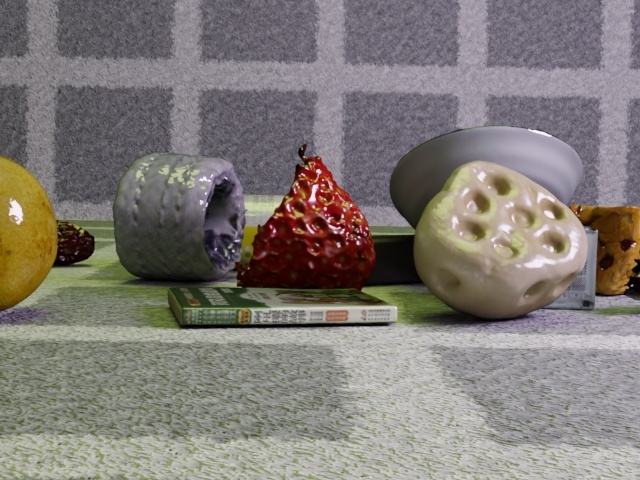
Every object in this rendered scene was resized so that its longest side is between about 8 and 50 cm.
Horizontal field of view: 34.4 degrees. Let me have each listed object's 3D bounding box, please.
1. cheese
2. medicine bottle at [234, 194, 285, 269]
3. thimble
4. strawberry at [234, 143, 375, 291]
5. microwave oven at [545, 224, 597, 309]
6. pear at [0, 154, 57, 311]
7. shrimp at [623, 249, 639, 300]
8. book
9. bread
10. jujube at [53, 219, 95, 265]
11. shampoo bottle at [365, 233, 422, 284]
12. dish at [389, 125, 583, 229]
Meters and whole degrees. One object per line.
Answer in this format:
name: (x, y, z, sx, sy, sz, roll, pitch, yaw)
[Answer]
cheese: (0.229, 0.000, 1.355, 0.235, 0.217, 0.117, 6, -40, -17)
medicine bottle: (-0.181, -0.017, 1.921, 0.258, 0.143, 0.143, 2, 4, -2)
thimble: (-0.226, -0.034, 1.721, 0.157, 0.217, 0.245, 6, -11, 14)
strawberry: (0.000, 0.000, 1.521, 0.178, 0.233, 0.234, 28, 6, 4)
microwave oven: (0.286, 0.030, 1.511, 0.208, 0.122, 0.162, 1, 3, 2)
pear: (-0.425, -0.002, 1.271, 0.209, 0.208, 0.209, 1, 4, 0)
shrimp: (0.551, 0.075, 1.429, 0.289, 0.075, 0.178, 15, -3, -39)
book: (-0.056, 0.083, 1.322, 0.264, 0.027, 0.202, 1, 5, -13)
bread: (0.476, 0.013, 1.681, 0.158, 0.148, 0.143, -2, 9, -45)
jujube: (-0.504, 0.000, 1.919, 0.166, 0.104, 0.104, 2, 4, -9)
shampoo bottle: (0.126, 0.031, 1.762, 0.246, 0.079, 0.080, -2, 6, -37)
dish: (0.264, -0.052, 1.641, 0.317, 0.106, 0.316, 0, -30, 0)
